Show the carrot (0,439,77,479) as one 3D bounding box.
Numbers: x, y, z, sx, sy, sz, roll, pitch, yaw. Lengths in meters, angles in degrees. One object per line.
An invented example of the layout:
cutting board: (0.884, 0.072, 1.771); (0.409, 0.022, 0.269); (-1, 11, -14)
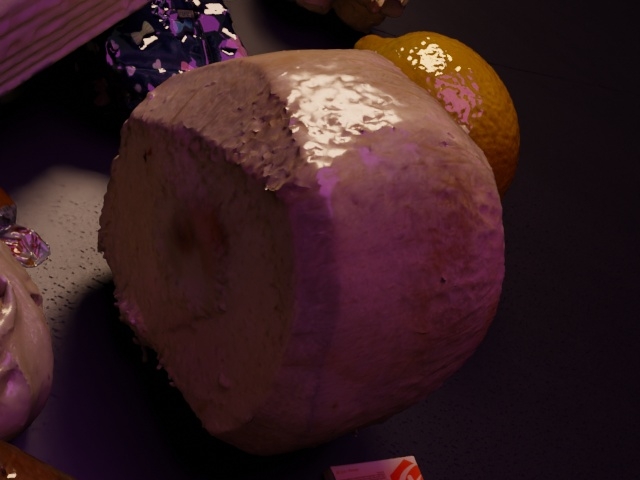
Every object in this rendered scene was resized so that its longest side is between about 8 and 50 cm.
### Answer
carrot: (-0.199, 0.171, 0.598); (0.301, 0.139, 0.139); (21, 43, -19)

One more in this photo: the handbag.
handbag: (-0.169, -0.222, 1.011); (0.161, 0.113, 0.260); (-8, 62, -34)

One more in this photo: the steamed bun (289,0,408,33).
steamed bun: (0.007, -0.340, 1.275); (0.177, 0.106, 0.192); (14, 55, -36)

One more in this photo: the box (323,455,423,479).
box: (0.050, 0.209, 0.873); (0.093, 0.015, 0.058); (2, 52, -38)

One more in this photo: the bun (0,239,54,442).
bun: (-0.254, 0.054, 0.694); (0.183, 0.102, 0.183); (20, 44, -21)

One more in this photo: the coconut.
coconut: (0.000, 0.000, 0.815); (0.254, 0.297, 0.297); (-12, 63, -43)

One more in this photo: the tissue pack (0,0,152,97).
tissue pack: (-0.298, -0.222, 0.817); (0.242, 0.125, 0.343); (36, 51, 13)

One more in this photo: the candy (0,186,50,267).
candy: (-0.278, -0.042, 0.805); (0.182, 0.046, 0.053); (48, 29, 7)

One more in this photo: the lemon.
lemon: (0.107, -0.111, 1.084); (0.186, 0.187, 0.244); (-12, 69, -45)
